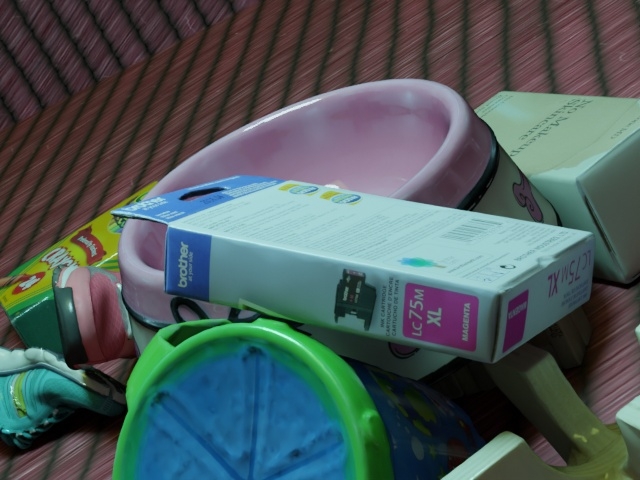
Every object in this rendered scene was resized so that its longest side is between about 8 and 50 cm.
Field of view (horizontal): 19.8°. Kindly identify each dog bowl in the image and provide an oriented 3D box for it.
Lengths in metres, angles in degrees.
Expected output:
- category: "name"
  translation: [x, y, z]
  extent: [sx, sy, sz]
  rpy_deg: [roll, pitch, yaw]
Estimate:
- category: "dog bowl"
  translation: [0.000, 0.000, 1.637]
  extent: [0.408, 0.150, 0.408]
  rpy_deg: [-21, 24, 10]

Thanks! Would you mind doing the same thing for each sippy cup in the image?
- category: "sippy cup"
  translation: [0.005, 0.182, 1.348]
  extent: [0.240, 0.305, 0.224]
  rpy_deg: [-21, -18, 33]

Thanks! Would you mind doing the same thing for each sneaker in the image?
- category: "sneaker"
  translation: [-0.197, 0.071, 2.016]
  extent: [0.136, 0.116, 0.314]
  rpy_deg: [-11, -2, 12]
- category: "sneaker"
  translation: [-0.320, 0.185, 2.082]
  extent: [0.275, 0.107, 0.110]
  rpy_deg: [-2, 66, 42]

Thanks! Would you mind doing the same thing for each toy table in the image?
- category: "toy table"
  translation: [0.208, 0.159, 1.262]
  extent: [0.252, 0.161, 0.274]
  rpy_deg: [-40, 23, -26]

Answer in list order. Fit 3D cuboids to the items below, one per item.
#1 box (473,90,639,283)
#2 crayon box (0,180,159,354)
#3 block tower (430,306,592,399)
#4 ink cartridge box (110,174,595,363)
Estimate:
- category: "box"
  translation: [0.238, -0.059, 1.814]
  extent: [0.148, 0.121, 0.311]
  rpy_deg: [-36, 20, -20]
- category: "crayon box"
  translation: [-0.264, 0.026, 2.382]
  extent: [0.318, 0.081, 0.202]
  rpy_deg: [-33, 19, -9]
- category: "block tower"
  translation: [0.082, 0.098, 1.696]
  extent: [0.335, 0.097, 0.091]
  rpy_deg: [-16, 23, 29]
- category: "ink cartridge box"
  translation: [0.023, 0.013, 1.336]
  extent: [0.311, 0.065, 0.186]
  rpy_deg: [13, 18, 26]
